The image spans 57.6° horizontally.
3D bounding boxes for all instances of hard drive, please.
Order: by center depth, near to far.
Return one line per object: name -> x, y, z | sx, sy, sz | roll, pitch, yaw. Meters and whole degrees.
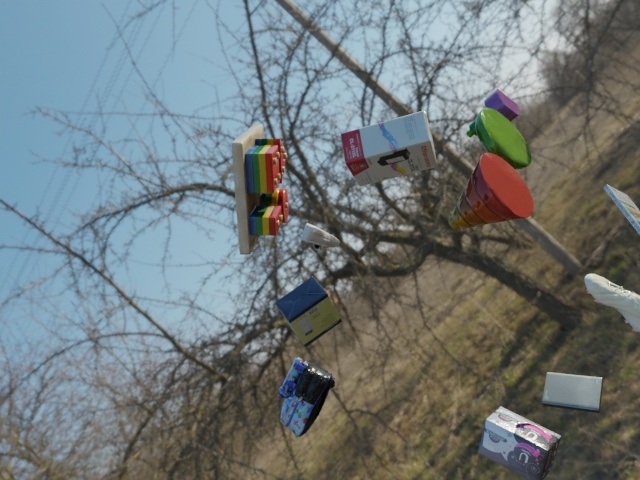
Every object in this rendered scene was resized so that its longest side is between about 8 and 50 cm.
hard drive -> 0.645, 0.389, 1.493 | 0.135, 0.022, 0.094 | -2, 45, 34

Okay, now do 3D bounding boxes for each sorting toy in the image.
sorting toy -> 0.286, -0.137, 1.034 | 0.126, 0.127, 0.366 | -42, 19, 39
sorting toy -> -0.131, -0.130, 1.387 | 0.255, 0.089, 0.257 | -76, -15, -69

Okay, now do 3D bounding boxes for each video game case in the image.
video game case -> 0.785, -0.063, 1.458 | 0.119, 0.166, 0.015 | 14, -47, -38

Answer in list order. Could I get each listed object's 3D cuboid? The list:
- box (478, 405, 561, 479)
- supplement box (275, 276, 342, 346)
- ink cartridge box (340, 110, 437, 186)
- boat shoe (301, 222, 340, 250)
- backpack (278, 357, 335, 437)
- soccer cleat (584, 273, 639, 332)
box -> 0.751, 0.772, 2.208 | 0.142, 0.247, 0.164 | -15, -62, -48
supplement box -> -0.020, 0.126, 1.028 | 0.083, 0.056, 0.083 | -34, -48, -9
ink cartridge box -> 0.144, -0.186, 1.200 | 0.175, 0.073, 0.127 | -13, -21, 14
boat shoe -> 0.000, 0.000, 1.828 | 0.063, 0.066, 0.184 | -62, -27, 1
backpack -> -0.048, 0.393, 1.454 | 0.173, 0.116, 0.158 | -63, -2, -7
soccer cleat -> 0.696, 0.135, 1.337 | 0.068, 0.196, 0.076 | -54, 4, -38
